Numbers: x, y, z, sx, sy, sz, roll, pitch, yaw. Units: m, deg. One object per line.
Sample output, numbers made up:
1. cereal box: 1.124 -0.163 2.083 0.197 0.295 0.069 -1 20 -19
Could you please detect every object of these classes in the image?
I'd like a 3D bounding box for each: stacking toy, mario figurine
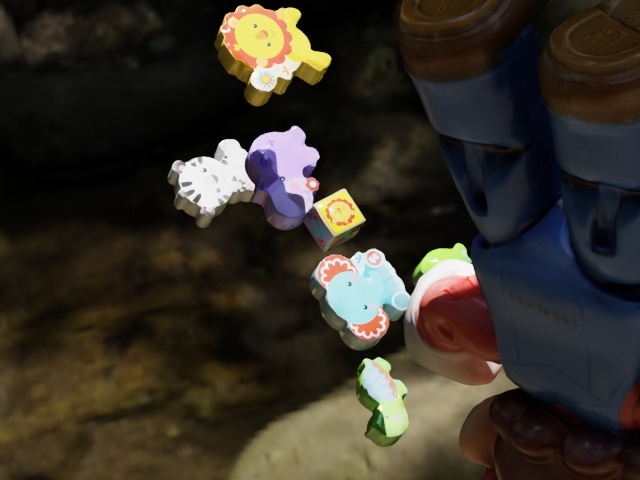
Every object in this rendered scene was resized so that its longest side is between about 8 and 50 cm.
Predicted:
1. stacking toy: 0.000 0.000 0.977 0.052 0.167 0.221 -28 76 -25
2. mario figurine: 0.125 0.016 0.752 0.170 0.321 0.198 -17 38 -7
